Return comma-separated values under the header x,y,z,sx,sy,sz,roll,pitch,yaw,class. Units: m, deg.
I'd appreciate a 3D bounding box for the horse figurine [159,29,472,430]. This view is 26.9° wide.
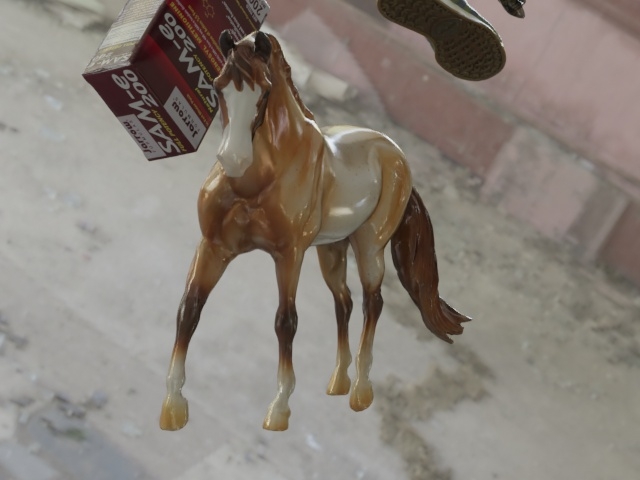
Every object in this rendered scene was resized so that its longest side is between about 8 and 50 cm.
x,y,z,sx,sy,sz,roll,pitch,yaw,class
0.000,0.000,0.658,0.066,0.174,0.263,7,2,29,horse figurine

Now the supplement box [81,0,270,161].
x,y,z,sx,sy,sz,roll,pitch,yaw,class
-0.150,-0.216,1.444,0.130,0.073,0.239,54,43,-35,supplement box

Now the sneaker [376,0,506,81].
x,y,z,sx,sy,sz,roll,pitch,yaw,class
0.111,-0.226,1.261,0.192,0.064,0.086,27,44,-49,sneaker

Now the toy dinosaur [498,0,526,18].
x,y,z,sx,sy,sz,roll,pitch,yaw,class
0.158,-0.226,0.785,0.313,0.160,0.121,-16,43,-32,toy dinosaur
